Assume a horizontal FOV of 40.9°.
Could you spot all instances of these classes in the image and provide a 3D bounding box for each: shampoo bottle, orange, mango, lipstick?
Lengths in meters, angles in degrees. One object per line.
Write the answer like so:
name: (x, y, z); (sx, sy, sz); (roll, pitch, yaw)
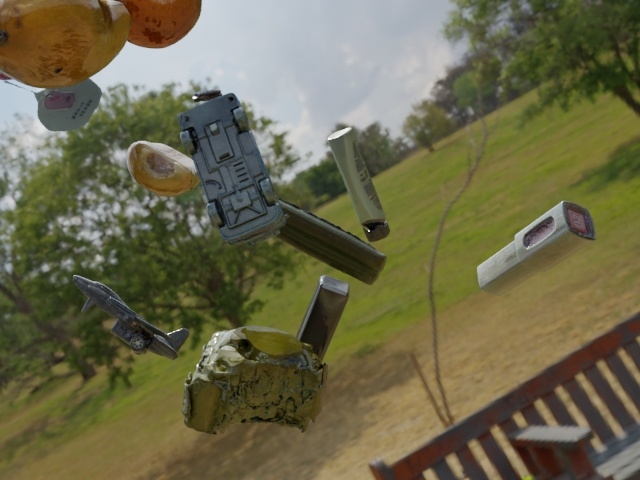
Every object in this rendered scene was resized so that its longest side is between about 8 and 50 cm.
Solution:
shampoo bottle: (0.121, -0.167, 2.684); (0.078, 0.360, 0.134); (-16, 15, 21)
orange: (-0.355, -0.506, 1.774); (0.224, 0.224, 0.170); (-27, 7, -27)
shampoo bottle: (-0.006, 0.211, 2.110); (0.079, 0.080, 0.246); (-78, 9, -70)
mango: (-0.424, -0.333, 1.400); (0.187, 0.144, 0.359); (-46, -1, 10)
lipstick: (0.406, 0.022, 1.644); (0.077, 0.079, 0.253); (16, -36, -26)

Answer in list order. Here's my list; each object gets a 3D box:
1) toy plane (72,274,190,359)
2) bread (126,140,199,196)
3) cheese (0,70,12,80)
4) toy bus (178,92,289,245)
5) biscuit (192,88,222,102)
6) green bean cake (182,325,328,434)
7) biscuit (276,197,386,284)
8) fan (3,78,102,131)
toy plane: (-0.396, 0.162, 1.728); (0.088, 0.267, 0.212); (-61, 2, -17)
bread: (-0.322, -0.143, 1.777); (0.091, 0.142, 0.305); (-55, 5, 3)
cheese: (-0.895, -0.521, 2.443); (0.155, 0.244, 0.062); (-58, -27, -25)
toy bus: (-0.143, -0.112, 1.446); (0.113, 0.246, 0.134); (-23, -17, 3)
biscuit: (-0.307, -0.390, 2.311); (0.087, 0.027, 0.089); (-9, 15, 10)
green bean cake: (-0.137, 0.314, 1.925); (0.309, 0.202, 0.285); (10, 18, 0)
biscuit: (0.000, 0.000, 2.005); (0.099, 0.322, 0.038); (-62, 0, 29)
fan: (-0.721, -0.381, 2.264); (0.182, 0.310, 0.010); (-64, -20, -20)
